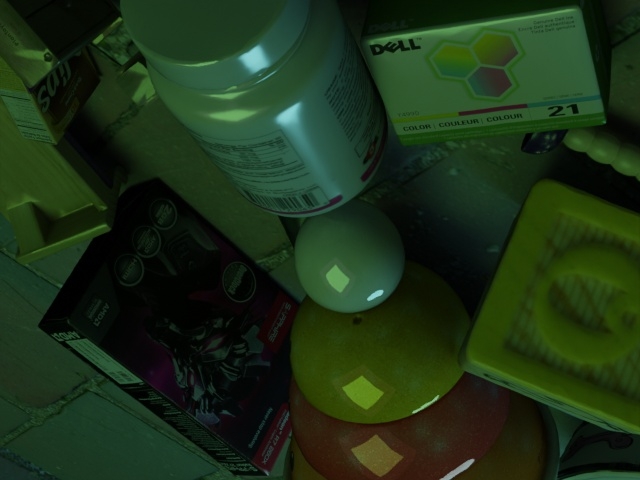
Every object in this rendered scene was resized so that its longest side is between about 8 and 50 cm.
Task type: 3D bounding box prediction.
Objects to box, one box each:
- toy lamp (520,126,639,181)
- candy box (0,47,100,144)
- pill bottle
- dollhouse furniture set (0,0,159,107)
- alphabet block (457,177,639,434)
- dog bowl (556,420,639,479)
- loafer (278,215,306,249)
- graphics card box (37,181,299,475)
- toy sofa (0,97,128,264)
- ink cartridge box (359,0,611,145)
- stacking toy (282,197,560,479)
[{"bbox_3d":[0.327,-0.057,1.111,0.275,0.080,0.080,25,150,1],"label":"toy lamp"},{"bbox_3d":[-0.317,-0.209,1.320,0.053,0.109,0.186,12,146,22],"label":"candy box"},{"bbox_3d":[-0.047,-0.139,0.986,0.160,0.160,0.283,14,165,19],"label":"pill bottle"},{"bbox_3d":[-0.171,-0.322,1.116,0.355,0.174,0.303,-36,104,24],"label":"dollhouse furniture set"},{"bbox_3d":[0.257,0.070,1.184,0.192,0.193,0.197,21,174,8],"label":"alphabet block"},{"bbox_3d":[0.488,0.338,1.526,0.408,0.150,0.408,19,148,12],"label":"dog bowl"},{"bbox_3d":[0.000,0.000,1.439,0.076,0.078,0.223,0,141,36],"label":"loafer"},{"bbox_3d":[-0.165,0.124,1.602,0.371,0.232,0.094,43,150,-25],"label":"graphics card box"},{"bbox_3d":[-0.399,-0.157,1.462,0.150,0.177,0.362,-21,130,20],"label":"toy sofa"},{"bbox_3d":[0.123,-0.206,0.981,0.189,0.097,0.255,-5,140,22],"label":"ink cartridge box"},{"bbox_3d":[0.076,0.130,1.374,0.351,0.350,0.479,8,136,28],"label":"stacking toy"}]
